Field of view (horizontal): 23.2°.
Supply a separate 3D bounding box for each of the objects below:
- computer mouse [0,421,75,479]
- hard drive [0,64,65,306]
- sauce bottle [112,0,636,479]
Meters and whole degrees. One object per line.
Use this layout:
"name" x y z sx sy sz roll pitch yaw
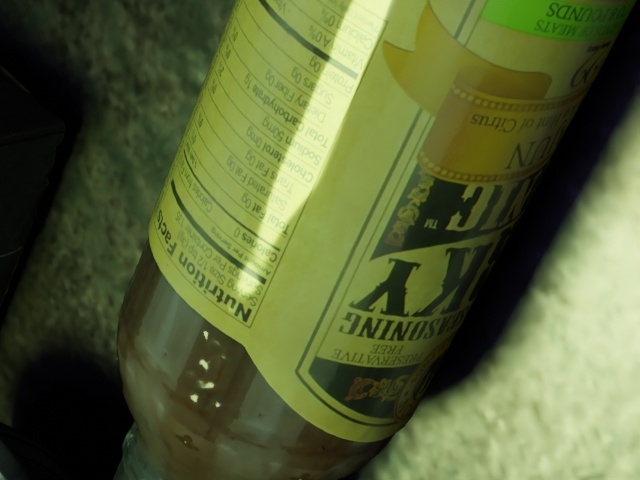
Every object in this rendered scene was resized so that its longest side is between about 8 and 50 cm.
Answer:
"computer mouse" -0.156 0.178 0.701 0.184 0.060 0.262 -3 113 32
"hard drive" -0.262 0.020 0.727 0.237 0.064 0.339 39 121 21
"sauce bottle" 0.000 0.000 0.510 0.111 0.111 0.344 38 123 22
